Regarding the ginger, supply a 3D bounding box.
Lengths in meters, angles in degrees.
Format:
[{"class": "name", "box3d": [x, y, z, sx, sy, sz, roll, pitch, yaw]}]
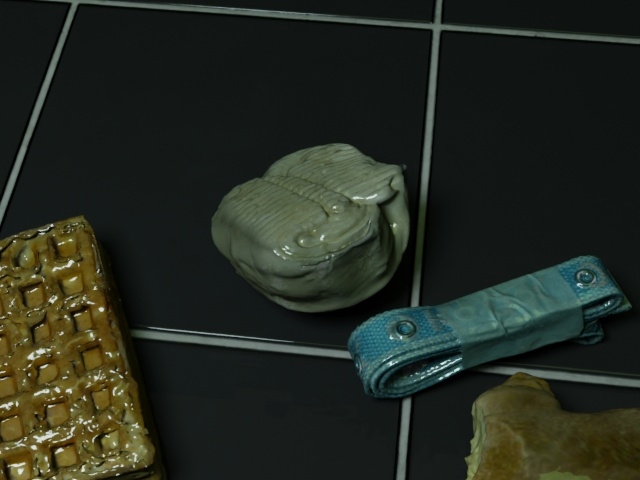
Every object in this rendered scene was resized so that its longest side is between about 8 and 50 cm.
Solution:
[{"class": "ginger", "box3d": [0.254, 0.212, 0.955, 0.276, 0.130, 0.221, -16, 41, -20]}]

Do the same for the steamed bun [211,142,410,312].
[{"class": "steamed bun", "box3d": [0.002, -0.001, 1.091, 0.211, 0.144, 0.218, -30, 31, -25]}]

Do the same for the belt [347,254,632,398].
[{"class": "belt", "box3d": [0.179, 0.091, 1.059, 0.302, 0.087, 0.072, -15, 46, -9]}]

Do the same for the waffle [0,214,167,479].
[{"class": "waffle", "box3d": [-0.298, 0.136, 1.035, 0.213, 0.091, 0.308, -16, 58, -8]}]
